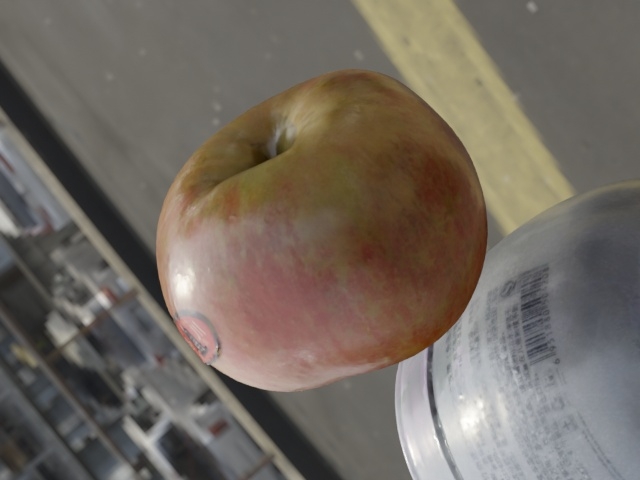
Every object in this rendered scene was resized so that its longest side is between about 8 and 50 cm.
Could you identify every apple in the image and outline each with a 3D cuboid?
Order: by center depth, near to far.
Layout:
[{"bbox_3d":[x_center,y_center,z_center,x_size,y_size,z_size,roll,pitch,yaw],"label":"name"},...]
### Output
[{"bbox_3d":[0.000,0.000,1.012,0.164,0.209,0.209,54,165,-25],"label":"apple"}]

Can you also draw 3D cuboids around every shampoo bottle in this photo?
[{"bbox_3d":[0.214,0.105,1.180,0.273,0.273,0.266,52,136,-5],"label":"shampoo bottle"}]
